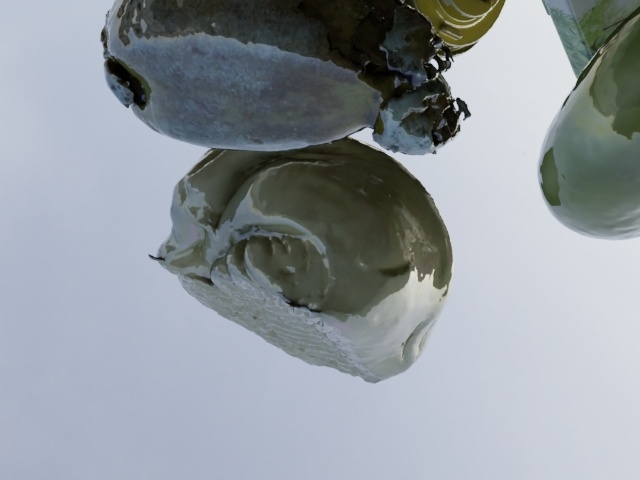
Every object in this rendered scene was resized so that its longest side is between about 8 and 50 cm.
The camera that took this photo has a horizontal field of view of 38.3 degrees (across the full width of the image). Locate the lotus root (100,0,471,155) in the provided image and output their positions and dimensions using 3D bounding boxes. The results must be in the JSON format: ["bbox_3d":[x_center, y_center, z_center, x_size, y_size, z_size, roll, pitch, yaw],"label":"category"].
[{"bbox_3d":[-0.019,-0.074,0.360,0.165,0.088,0.088,13,-154,33],"label":"lotus root"}]

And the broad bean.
[{"bbox_3d":[0.266,-0.100,0.640,0.291,0.238,0.119,-21,-112,-42],"label":"broad bean"}]

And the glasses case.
[{"bbox_3d":[0.260,-0.291,0.941,0.095,0.272,0.062,-41,-143,-6],"label":"glasses case"}]

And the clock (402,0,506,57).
[{"bbox_3d":[0.170,-0.333,1.095,0.237,0.237,0.057,-17,-157,-41],"label":"clock"}]

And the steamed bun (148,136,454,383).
[{"bbox_3d":[0.000,0.000,0.890,0.320,0.275,0.206,19,-110,42],"label":"steamed bun"}]
